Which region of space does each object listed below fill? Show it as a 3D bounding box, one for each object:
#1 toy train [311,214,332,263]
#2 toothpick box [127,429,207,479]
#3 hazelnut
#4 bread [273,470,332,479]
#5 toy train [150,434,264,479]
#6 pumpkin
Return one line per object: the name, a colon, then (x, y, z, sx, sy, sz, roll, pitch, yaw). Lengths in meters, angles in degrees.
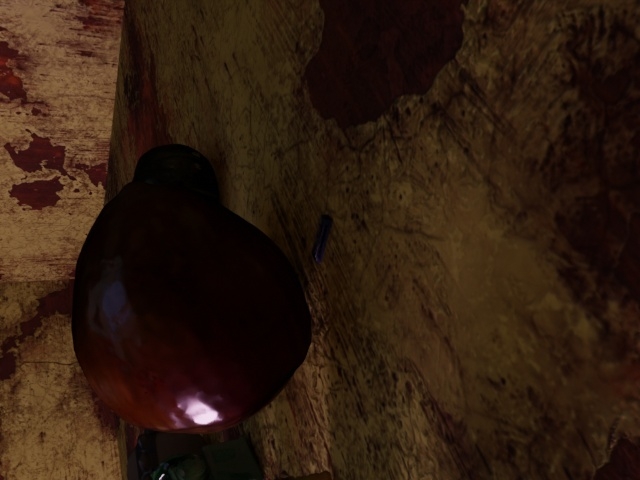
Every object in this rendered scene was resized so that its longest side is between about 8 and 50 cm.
toy train: (0.000, 0.000, 0.857, 0.017, 0.017, 0.083, 55, 138, 48)
toothpick box: (-0.360, 0.595, 1.360, 0.316, 0.229, 0.229, 63, 143, 40)
hazelnut: (-0.212, 0.101, 0.890, 0.421, 0.352, 0.421, 58, -174, -9)
bread: (-0.031, 0.494, 0.798, 0.264, 0.167, 0.163, -113, 34, -40)
toy train: (-0.232, 0.535, 1.131, 0.145, 0.201, 0.266, 45, 130, 53)
pumpkin: (-0.358, -0.081, 1.330, 0.300, 0.207, 0.300, -172, 90, -66)
